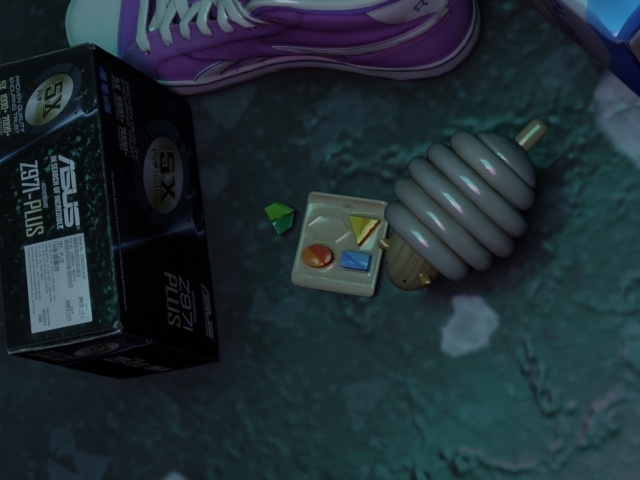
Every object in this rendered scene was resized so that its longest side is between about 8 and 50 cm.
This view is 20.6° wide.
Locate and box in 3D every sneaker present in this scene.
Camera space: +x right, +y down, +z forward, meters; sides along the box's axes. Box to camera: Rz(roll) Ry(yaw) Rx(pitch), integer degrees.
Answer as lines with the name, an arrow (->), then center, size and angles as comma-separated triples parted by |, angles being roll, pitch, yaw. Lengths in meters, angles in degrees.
sneaker -> -0.054, -0.160, 1.090 | 0.282, 0.161, 0.102 | -2, 81, 21

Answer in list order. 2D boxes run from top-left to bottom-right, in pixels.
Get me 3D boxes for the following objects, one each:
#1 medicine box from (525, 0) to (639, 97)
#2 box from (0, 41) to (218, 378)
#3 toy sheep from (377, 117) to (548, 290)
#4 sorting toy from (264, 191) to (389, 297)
medicine box -> 0.172, -0.276, 1.035 | 0.289, 0.149, 0.263 | 43, 96, 22
box -> -0.134, -0.013, 1.097 | 0.077, 0.147, 0.180 | -12, 75, 17
toy sheep -> 0.087, -0.023, 1.051 | 0.091, 0.091, 0.132 | 41, 95, 22
sorting toy -> 0.000, 0.000, 1.118 | 0.083, 0.012, 0.062 | 8, 83, 21
